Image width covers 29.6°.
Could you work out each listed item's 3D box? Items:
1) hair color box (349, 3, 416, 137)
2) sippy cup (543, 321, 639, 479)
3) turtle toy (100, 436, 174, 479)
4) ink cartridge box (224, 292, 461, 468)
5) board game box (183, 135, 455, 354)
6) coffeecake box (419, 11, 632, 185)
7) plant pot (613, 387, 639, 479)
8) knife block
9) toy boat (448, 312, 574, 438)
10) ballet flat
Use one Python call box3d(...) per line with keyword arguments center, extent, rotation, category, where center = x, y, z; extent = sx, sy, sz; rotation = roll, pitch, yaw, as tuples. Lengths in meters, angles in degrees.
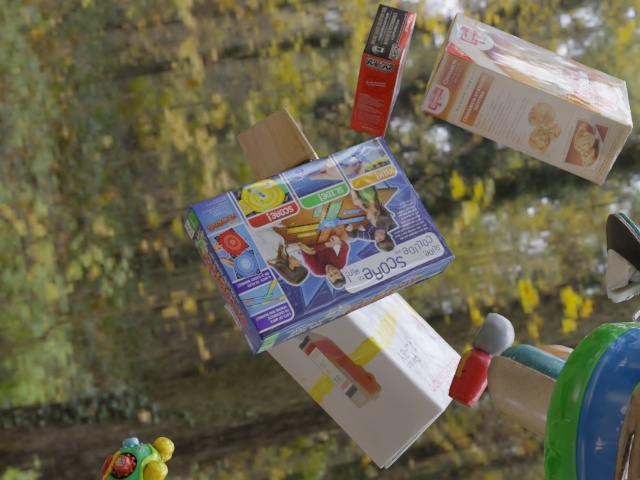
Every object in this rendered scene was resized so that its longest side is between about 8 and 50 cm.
box3d(center=(0.066, -0.180, 1.305), extent=(0.141, 0.043, 0.072), rotation=(97, 10, -63), category="hair color box")
box3d(center=(0.353, 0.187, 1.054), extent=(0.224, 0.240, 0.305), rotation=(-4, -98, 46), category="sippy cup")
box3d(center=(-0.217, 0.272, 1.359), extent=(0.095, 0.066, 0.130), rotation=(-61, -173, 19), category="turtle toy")
box3d(center=(0.060, 0.173, 2.103), extent=(0.384, 0.160, 0.279), rotation=(46, 18, 7), category="ink cartridge box")
box3d(center=(0.000, 0.000, 1.060), extent=(0.136, 0.201, 0.035), rotation=(61, -26, 17), category="board game box")
box3d(center=(0.198, -0.140, 1.169), extent=(0.142, 0.185, 0.068), rotation=(-67, 179, -63), category="coffeecake box")
box3d(center=(0.369, 0.163, 0.772), extent=(0.334, 0.305, 0.333), rotation=(-162, -90, -87), category="plant pot")
box3d(center=(-0.039, -0.090, 1.650), extent=(0.275, 0.088, 0.242), rotation=(60, 0, 19), category="knife block")
box3d(center=(0.314, 0.201, 1.757), extent=(0.318, 0.267, 0.148), rotation=(16, -104, 55), category="toy boat")
box3d(center=(0.475, 0.070, 1.747), extent=(0.280, 0.096, 0.095), rotation=(55, -4, 39), category="ballet flat")
